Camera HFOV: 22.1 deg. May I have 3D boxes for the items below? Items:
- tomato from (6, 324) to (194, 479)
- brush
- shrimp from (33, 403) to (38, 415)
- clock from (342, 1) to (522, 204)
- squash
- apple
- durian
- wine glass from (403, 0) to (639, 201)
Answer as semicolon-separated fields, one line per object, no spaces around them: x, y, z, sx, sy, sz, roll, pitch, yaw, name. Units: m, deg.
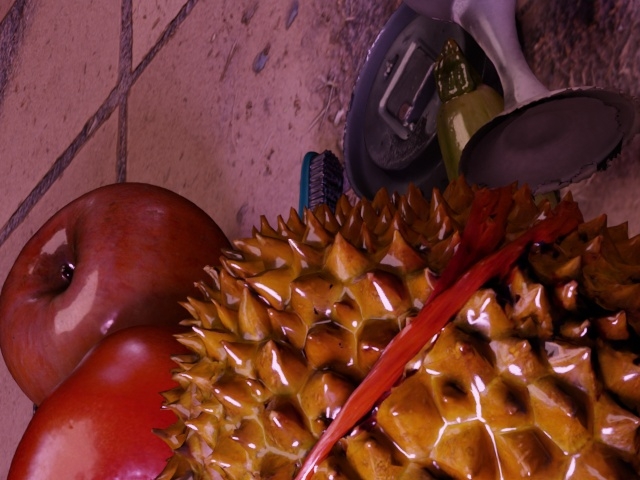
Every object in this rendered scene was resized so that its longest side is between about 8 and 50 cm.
-0.138;0.225;1.414;0.298;0.226;0.298;-53;-18;-26;tomato
0.000;0.000;1.520;0.032;0.043;0.193;-20;55;36;brush
-0.282;0.216;1.867;0.178;0.075;0.289;-41;52;47;shrimp
0.095;-0.126;1.425;0.215;0.042;0.214;-39;41;45;clock
0.135;-0.063;1.282;0.090;0.075;0.200;128;130;-66;squash
-0.189;0.073;1.636;0.253;0.254;0.253;-40;40;44;apple
0.084;0.136;0.929;0.348;0.384;0.347;-41;22;21;durian
0.123;-0.189;1.226;0.143;0.143;0.321;-45;52;39;wine glass
